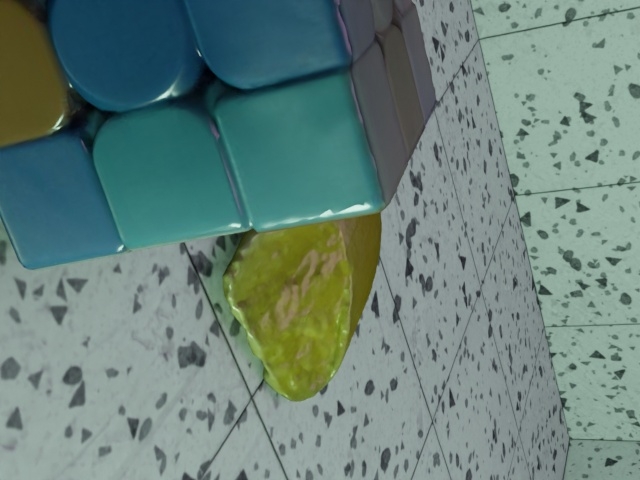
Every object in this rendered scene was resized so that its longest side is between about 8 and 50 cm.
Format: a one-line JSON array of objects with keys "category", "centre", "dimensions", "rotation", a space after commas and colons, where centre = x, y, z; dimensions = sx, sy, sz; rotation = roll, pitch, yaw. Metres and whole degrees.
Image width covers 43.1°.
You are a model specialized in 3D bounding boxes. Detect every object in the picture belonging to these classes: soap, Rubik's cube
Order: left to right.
[{"category": "Rubik's cube", "centre": [-0.107, -0.210, 0.736], "dimensions": [0.347, 0.344, 0.347], "rotation": [-55, 131, -62]}, {"category": "soap", "centre": [0.003, 0.000, 1.201], "dimensions": [0.306, 0.115, 0.427], "rotation": [58, 38, -36]}]
